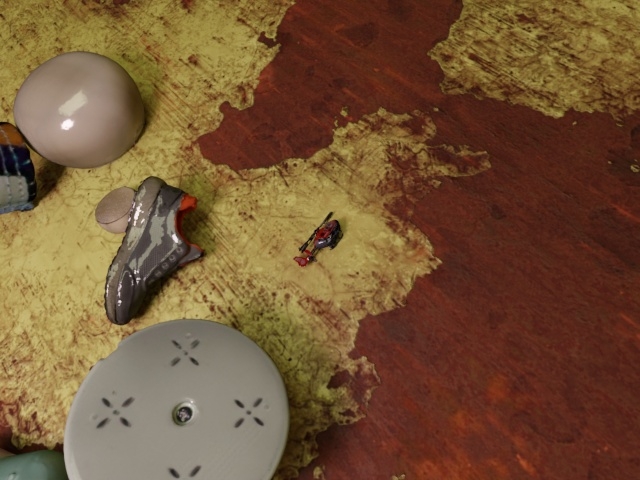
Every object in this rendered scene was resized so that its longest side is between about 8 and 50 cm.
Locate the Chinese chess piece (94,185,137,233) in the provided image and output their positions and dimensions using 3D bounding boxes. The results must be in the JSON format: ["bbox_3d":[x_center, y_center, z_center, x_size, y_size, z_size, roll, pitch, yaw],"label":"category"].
[{"bbox_3d":[-0.490,-0.075,1.072,0.122,0.051,0.122,-10,55,14],"label":"Chinese chess piece"}]

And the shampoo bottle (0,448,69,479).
[{"bbox_3d":[-0.636,0.491,0.817,0.350,0.151,0.222,-14,59,7],"label":"shampoo bottle"}]

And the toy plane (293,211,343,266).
[{"bbox_3d":[0.000,0.000,0.948,0.060,0.037,0.145,31,76,27],"label":"toy plane"}]

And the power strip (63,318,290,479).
[{"bbox_3d":[-0.218,0.320,0.726,0.357,0.161,0.357,7,50,-9],"label":"power strip"}]

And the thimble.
[{"bbox_3d":[-0.833,-0.180,1.105,0.150,0.237,0.237,-20,55,-44],"label":"thimble"}]

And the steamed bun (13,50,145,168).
[{"bbox_3d":[-0.644,-0.354,1.153,0.324,0.206,0.324,-4,66,10],"label":"steamed bun"}]

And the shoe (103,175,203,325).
[{"bbox_3d":[-0.352,0.034,0.976,0.171,0.132,0.336,15,82,-5],"label":"shoe"}]
